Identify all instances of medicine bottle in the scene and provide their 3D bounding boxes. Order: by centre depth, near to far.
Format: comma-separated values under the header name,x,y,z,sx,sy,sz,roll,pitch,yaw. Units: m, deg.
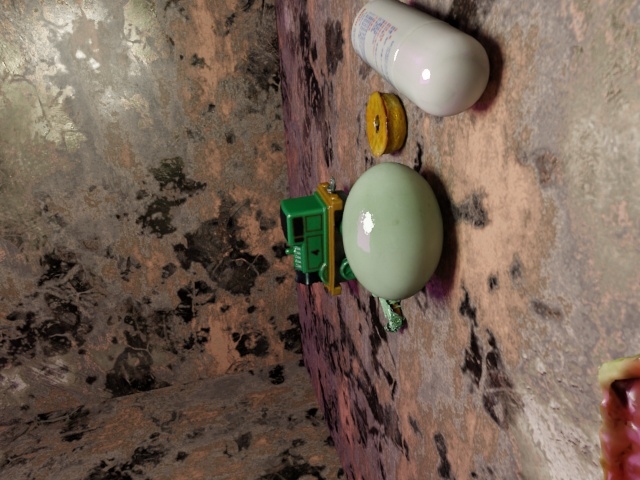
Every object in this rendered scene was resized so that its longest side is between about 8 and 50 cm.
name,x,y,z,sx,sy,sz,roll,pitch,yaw
medicine bottle,0.166,-0.325,0.764,0.340,0.130,0.130,-113,19,-50

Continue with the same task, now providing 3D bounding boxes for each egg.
name,x,y,z,sx,sy,sz,roll,pitch,yaw
egg,0.146,-0.018,0.891,0.203,0.203,0.282,-175,82,-77

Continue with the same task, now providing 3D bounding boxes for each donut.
name,x,y,z,sx,sy,sz,roll,pitch,yaw
donut,0.152,-0.271,1.023,0.152,0.058,0.151,172,90,-77

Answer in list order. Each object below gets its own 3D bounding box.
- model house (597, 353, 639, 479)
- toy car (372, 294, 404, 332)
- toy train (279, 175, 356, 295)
name,x,y,z,sx,sy,sz,roll,pitch,yaw
model house,0.318,0.158,0.286,0.160,0.196,0.253,104,155,-63
toy car,0.186,0.176,1.181,0.073,0.054,0.143,105,150,-63
toy train,0.000,0.000,1.427,0.178,0.249,0.428,-120,25,-57
